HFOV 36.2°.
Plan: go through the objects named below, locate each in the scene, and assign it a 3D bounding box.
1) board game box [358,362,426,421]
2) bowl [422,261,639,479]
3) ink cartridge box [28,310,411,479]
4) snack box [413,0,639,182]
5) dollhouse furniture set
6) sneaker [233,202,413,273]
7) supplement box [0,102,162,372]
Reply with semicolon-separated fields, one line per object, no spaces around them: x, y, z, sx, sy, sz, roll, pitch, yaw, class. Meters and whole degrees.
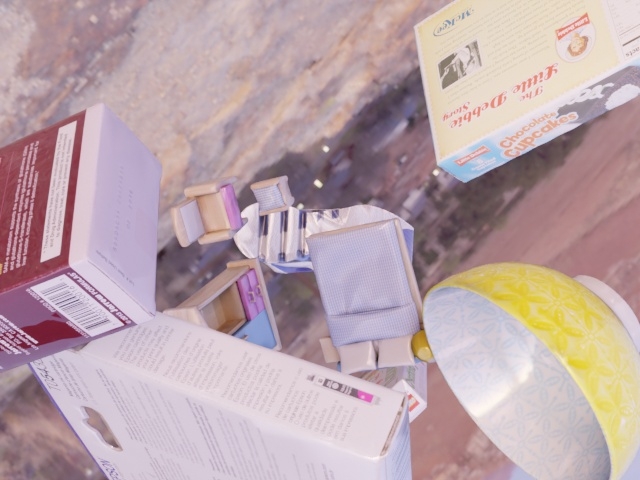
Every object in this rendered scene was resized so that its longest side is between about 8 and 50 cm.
0.069;0.243;1.401;0.193;0.053;0.305;-44;180;8;board game box
0.267;0.127;1.103;0.156;0.289;0.289;-35;160;-20;bowl
-0.079;0.183;0.874;0.324;0.330;0.071;82;31;-54;ink cartridge box
0.244;-0.209;0.973;0.322;0.187;0.060;-27;145;34;snack box
-0.018;0.055;1.226;0.303;0.287;0.198;-9;-166;22;dollhouse furniture set
-0.001;0.000;1.710;0.182;0.315;0.128;162;-64;-80;sneaker
-0.222;0.018;0.628;0.239;0.130;0.073;-19;139;18;supplement box
